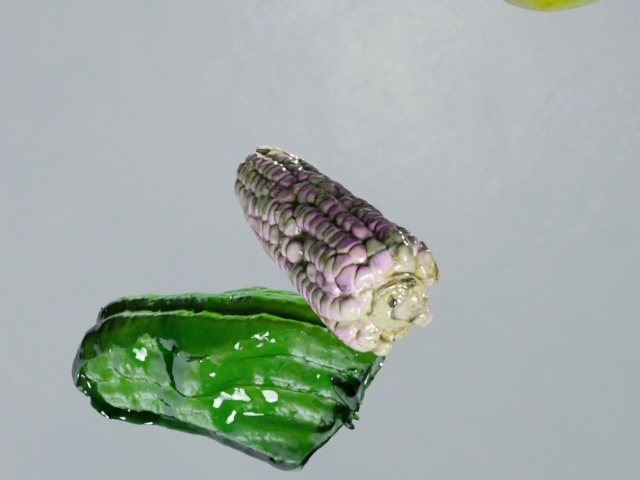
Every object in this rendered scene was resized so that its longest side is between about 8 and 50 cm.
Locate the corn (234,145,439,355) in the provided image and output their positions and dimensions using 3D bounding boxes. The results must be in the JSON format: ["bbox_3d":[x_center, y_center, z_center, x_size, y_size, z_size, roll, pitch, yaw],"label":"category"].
[{"bbox_3d":[0.001,-0.002,1.381,0.126,0.126,0.335,44,-2,-37],"label":"corn"}]

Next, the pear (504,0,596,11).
[{"bbox_3d":[0.318,-0.450,1.738,0.287,0.287,0.375,50,48,-1],"label":"pear"}]

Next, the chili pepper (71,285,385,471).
[{"bbox_3d":[-0.093,0.138,1.556,0.213,0.385,0.167,71,31,-42],"label":"chili pepper"}]
